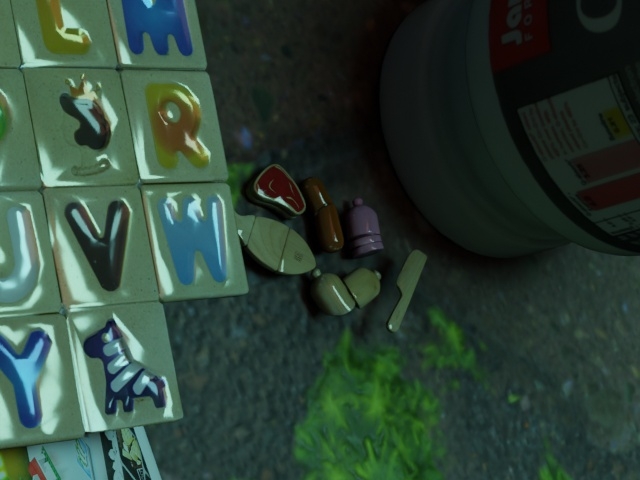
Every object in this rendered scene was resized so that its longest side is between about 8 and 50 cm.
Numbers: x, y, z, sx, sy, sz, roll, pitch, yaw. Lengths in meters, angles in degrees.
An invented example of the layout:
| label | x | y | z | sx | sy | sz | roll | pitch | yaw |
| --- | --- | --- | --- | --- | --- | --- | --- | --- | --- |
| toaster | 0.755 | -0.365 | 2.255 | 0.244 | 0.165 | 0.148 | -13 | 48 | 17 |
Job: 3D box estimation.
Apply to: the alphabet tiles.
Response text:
| label | x | y | z | sx | sy | sz | roll | pitch | yaw |
| --- | --- | --- | --- | --- | --- | --- | --- | --- | --- |
| alphabet tiles | -0.158 | -0.077 | 0.849 | 0.285 | 0.011 | 0.342 | -3 | 79 | -44 |

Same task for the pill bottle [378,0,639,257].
| label | x | y | z | sx | sy | sz | roll | pitch | yaw |
| --- | --- | --- | --- | --- | --- | --- | --- | --- | --- |
| pill bottle | 0.212 | -0.106 | 1.044 | 0.210 | 0.363 | 0.210 | 12 | 70 | -37 |

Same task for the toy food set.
| label | x | y | z | sx | sy | sz | roll | pitch | yaw |
| --- | --- | --- | --- | --- | --- | --- | --- | --- | --- |
| toy food set | 0.000 | 0.000 | 1.071 | 0.122 | 0.019 | 0.078 | 35 | 57 | -18 |

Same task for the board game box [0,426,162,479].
| label | x | y | z | sx | sy | sz | roll | pitch | yaw |
| --- | --- | --- | --- | --- | --- | --- | --- | --- | --- |
| board game box | -0.156 | 0.107 | 0.859 | 0.193 | 0.053 | 0.305 | -20 | 90 | -56 |
